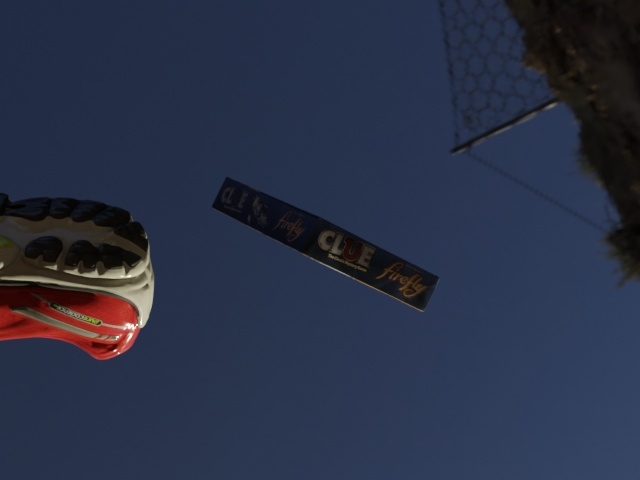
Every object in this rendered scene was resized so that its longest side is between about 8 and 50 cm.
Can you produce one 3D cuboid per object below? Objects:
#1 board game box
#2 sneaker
[{"bbox_3d":[0.000,0.000,1.307,0.165,0.243,0.042,26,-90,-30],"label":"board game box"},{"bbox_3d":[-0.257,0.030,0.838,0.279,0.118,0.107,11,-150,6],"label":"sneaker"}]
